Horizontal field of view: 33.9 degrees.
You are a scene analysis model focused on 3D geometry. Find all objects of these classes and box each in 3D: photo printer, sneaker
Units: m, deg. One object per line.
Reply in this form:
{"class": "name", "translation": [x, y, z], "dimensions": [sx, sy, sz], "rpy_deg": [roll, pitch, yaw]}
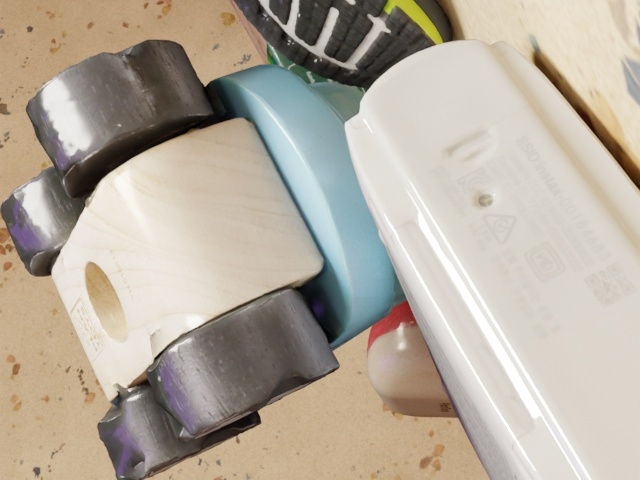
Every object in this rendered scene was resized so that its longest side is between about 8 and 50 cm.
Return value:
{"class": "photo printer", "translation": [0.129, 0.079, 0.551], "dimensions": [0.256, 0.107, 0.307], "rpy_deg": [63, 180, 35]}
{"class": "sneaker", "translation": [-0.022, -0.220, 0.652], "dimensions": [0.300, 0.121, 0.111], "rpy_deg": [45, 151, 1]}

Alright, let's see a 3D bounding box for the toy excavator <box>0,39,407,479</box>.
{"class": "toy excavator", "translation": [0.000, 0.000, 0.827], "dimensions": [0.222, 0.445, 0.433], "rpy_deg": [64, 150, 9]}

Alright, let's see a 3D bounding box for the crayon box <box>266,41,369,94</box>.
{"class": "crayon box", "translation": [0.016, -0.141, 1.252], "dimensions": [0.203, 0.083, 0.323], "rpy_deg": [63, 180, -3]}

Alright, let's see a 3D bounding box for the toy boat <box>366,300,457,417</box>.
{"class": "toy boat", "translation": [0.125, 0.088, 1.035], "dimensions": [0.231, 0.151, 0.151], "rpy_deg": [65, -154, -71]}
